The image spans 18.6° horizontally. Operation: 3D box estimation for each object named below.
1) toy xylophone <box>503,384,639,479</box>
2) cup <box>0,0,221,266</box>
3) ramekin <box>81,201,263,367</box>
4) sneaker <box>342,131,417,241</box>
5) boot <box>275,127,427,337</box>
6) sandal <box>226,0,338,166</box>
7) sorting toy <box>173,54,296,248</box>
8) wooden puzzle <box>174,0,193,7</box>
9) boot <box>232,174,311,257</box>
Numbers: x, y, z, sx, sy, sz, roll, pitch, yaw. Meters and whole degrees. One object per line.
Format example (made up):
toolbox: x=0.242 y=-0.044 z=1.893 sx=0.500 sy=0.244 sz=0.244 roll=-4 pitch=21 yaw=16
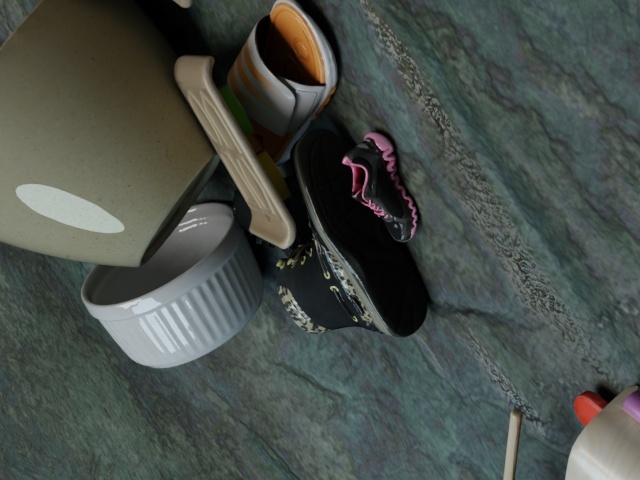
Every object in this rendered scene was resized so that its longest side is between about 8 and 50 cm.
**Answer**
toy xylophone: x=0.278 y=0.267 z=1.889 sx=0.236 sy=0.081 sz=0.322 roll=44 pitch=149 yaw=25
cup: x=-0.249 y=-0.105 z=2.181 sx=0.237 sy=0.331 sz=0.331 roll=36 pitch=149 yaw=3
ramekin: x=-0.164 y=0.057 z=2.281 sx=0.207 sy=0.207 sz=0.109 roll=9 pitch=134 yaw=55
sneaker: x=0.056 y=-0.047 z=1.969 sx=0.047 sy=0.057 sz=0.119 roll=5 pitch=122 yaw=55
boot: x=-0.001 y=0.002 z=2.069 sx=0.178 sy=0.085 sz=0.236 roll=-9 pitch=112 yaw=56
sandal: x=-0.055 y=-0.143 z=2.032 sx=0.102 sy=0.076 sz=0.265 roll=50 pitch=150 yaw=17
sorting toy: x=-0.085 y=-0.098 z=2.037 sx=0.208 sy=0.038 sz=0.193 roll=65 pitch=171 yaw=-11
wooden puzzle: x=-0.289 y=-0.353 z=1.925 sx=0.322 sy=0.348 sz=0.080 roll=103 pitch=175 yaw=-68
boot: x=-0.057 y=-0.039 z=2.174 sx=0.099 sy=0.045 sz=0.121 roll=36 pitch=148 yaw=37
